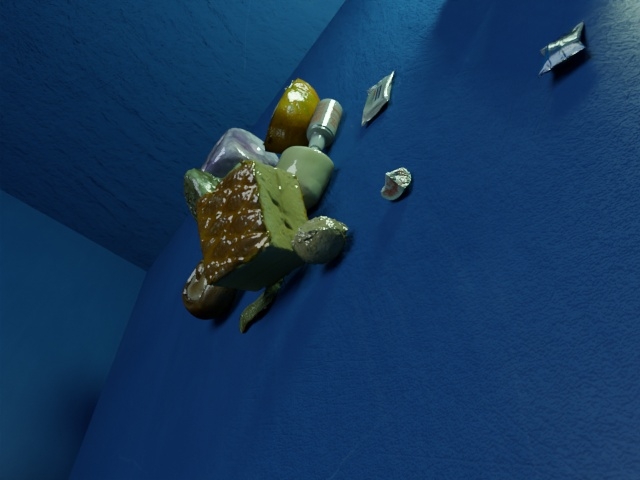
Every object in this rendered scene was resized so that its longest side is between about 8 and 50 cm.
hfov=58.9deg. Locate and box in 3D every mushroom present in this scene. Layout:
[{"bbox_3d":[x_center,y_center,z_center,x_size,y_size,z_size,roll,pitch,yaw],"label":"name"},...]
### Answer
[{"bbox_3d":[-0.370,0.156,1.946,0.253,0.153,0.253,-39,35,35],"label":"mushroom"}]

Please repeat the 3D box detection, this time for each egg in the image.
[{"bbox_3d":[0.000,0.000,1.390,0.140,0.116,0.118,-19,11,19],"label":"egg"}]

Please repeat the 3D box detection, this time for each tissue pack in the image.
[{"bbox_3d":[0.181,-0.450,1.782,0.122,0.026,0.193,-38,27,40],"label":"tissue pack"}]

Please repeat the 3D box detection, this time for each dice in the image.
[{"bbox_3d":[-0.349,-0.293,2.415,0.271,0.270,0.270,-48,22,24],"label":"dice"}]

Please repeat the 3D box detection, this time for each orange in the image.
[{"bbox_3d":[-0.112,-0.459,2.146,0.310,0.274,0.274,-19,-7,-39],"label":"orange"}]

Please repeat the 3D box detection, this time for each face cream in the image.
[{"bbox_3d":[0.004,-0.381,1.981,0.101,0.101,0.252,-34,30,46],"label":"face cream"}]

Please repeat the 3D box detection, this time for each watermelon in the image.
[{"bbox_3d":[0.162,-0.130,1.286,0.085,0.061,0.085,-37,28,23],"label":"watermelon"}]

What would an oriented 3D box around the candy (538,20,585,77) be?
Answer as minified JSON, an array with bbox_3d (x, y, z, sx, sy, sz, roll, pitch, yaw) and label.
[{"bbox_3d":[0.435,-0.347,1.025,0.088,0.038,0.136,-34,20,40],"label":"candy"}]

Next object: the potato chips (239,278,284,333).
[{"bbox_3d":[-0.176,0.188,1.648,0.209,0.026,0.142,-54,17,2],"label":"potato chips"}]

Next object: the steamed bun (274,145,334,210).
[{"bbox_3d":[-0.079,-0.190,1.803,0.200,0.154,0.250,-63,18,-18],"label":"steamed bun"}]

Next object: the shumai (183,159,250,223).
[{"bbox_3d":[-0.309,-0.130,2.106,0.323,0.398,0.324,-31,35,-17],"label":"shumai"}]

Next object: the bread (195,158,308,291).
[{"bbox_3d":[-0.186,-0.034,1.587,0.279,0.207,0.279,-34,58,31],"label":"bread"}]
